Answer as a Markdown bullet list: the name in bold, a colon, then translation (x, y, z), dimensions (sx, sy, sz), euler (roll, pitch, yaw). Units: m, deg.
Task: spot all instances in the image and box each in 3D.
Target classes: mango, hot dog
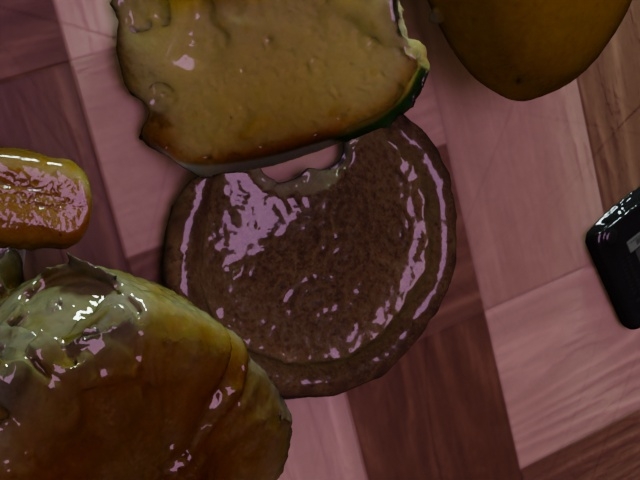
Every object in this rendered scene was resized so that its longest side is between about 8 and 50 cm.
- **mango**: translation (0.166, -0.338, 1.206), dimensions (0.301, 0.220, 0.445), euler (-14, 105, -31)
- **hot dog**: translation (-0.308, -0.043, 1.039), dimensions (0.285, 0.061, 0.088), euler (12, 94, -28)

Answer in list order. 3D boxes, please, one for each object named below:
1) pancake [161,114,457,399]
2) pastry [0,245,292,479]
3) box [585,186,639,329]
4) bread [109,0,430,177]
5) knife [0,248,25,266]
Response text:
- **pancake**: translation (0.000, 0.000, 1.244), dimensions (0.288, 0.033, 0.286), euler (18, 86, -30)
- **pastry**: translation (-0.173, 0.176, 1.081), dimensions (0.329, 0.136, 0.330), euler (-15, 115, -37)
- **box**: translation (0.336, 0.013, 1.444), dimensions (0.126, 0.027, 0.125), euler (-36, 111, -23)
- **bread**: translation (-0.032, -0.162, 1.158), dimensions (0.133, 0.251, 0.174), euler (-52, 126, -66)
- **knife**: translation (-0.255, 0.074, 1.109), dimensions (0.047, 0.017, 0.298), euler (4, 93, -20)
